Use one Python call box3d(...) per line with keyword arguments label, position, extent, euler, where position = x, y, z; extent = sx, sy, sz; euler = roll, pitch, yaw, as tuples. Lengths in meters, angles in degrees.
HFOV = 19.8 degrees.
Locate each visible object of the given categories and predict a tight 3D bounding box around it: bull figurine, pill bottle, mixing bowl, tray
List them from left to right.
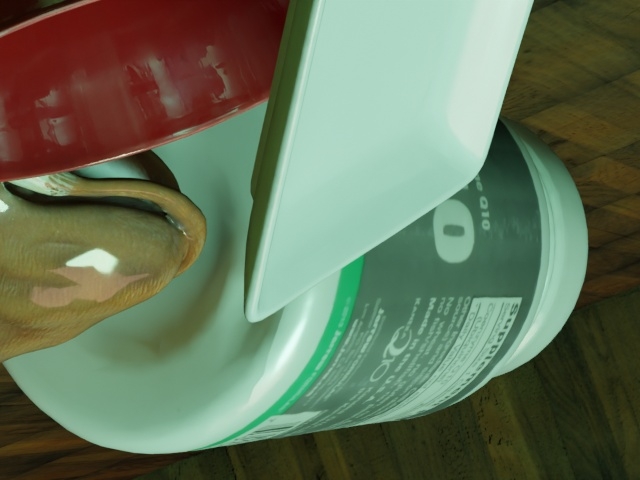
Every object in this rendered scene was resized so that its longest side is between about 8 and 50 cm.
box3d(label="bull figurine", position=(-0.205, 0.018, 0.810), extent=(0.310, 0.101, 0.188), euler=(-26, 133, 20))
box3d(label="mixing bowl", position=(-0.082, -0.098, 0.644), extent=(0.181, 0.098, 0.181), euler=(-18, 170, -3))
box3d(label="pill bottle", position=(0.000, 0.000, 0.985), extent=(0.204, 0.204, 0.361), euler=(-24, 168, 26))
box3d(label="tray", position=(0.035, -0.109, 0.585), extent=(0.145, 0.030, 0.270), euler=(-31, 145, -44))
